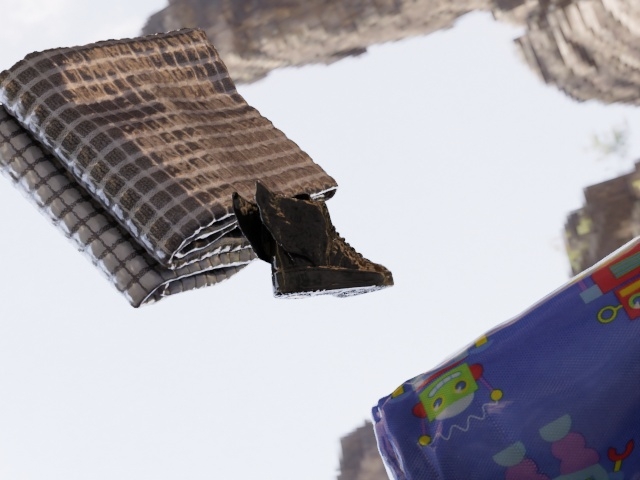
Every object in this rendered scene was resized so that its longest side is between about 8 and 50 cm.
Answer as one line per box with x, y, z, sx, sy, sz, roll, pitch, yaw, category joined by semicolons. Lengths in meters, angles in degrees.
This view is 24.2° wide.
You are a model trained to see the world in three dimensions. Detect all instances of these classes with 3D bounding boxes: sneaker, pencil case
-0.002;0.001;1.206;0.170;0.051;0.089;0;-103;-52;sneaker
0.178;0.058;0.729;0.133;0.306;0.119;54;-172;-31;pencil case

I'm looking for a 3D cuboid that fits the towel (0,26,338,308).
-0.135;-0.075;1.330;0.235;0.121;0.284;42;-151;16;towel
